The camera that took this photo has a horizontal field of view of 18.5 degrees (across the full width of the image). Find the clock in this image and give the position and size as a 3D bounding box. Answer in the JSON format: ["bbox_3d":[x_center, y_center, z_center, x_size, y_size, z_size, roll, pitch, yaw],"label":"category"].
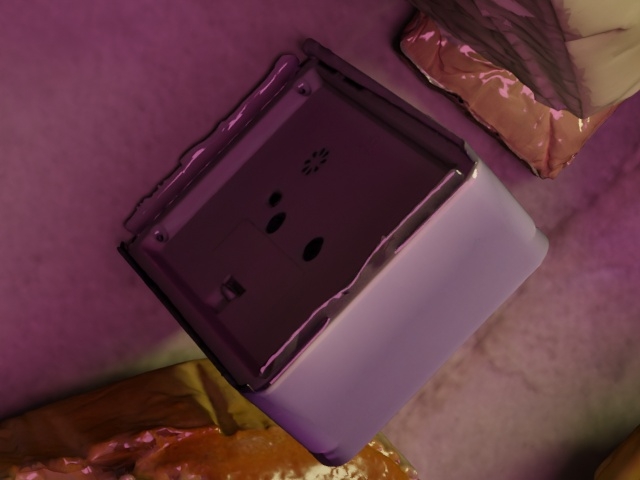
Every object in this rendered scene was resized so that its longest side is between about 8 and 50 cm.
[{"bbox_3d":[0.000,-0.001,0.899,0.144,0.193,0.073,-45,119,-1],"label":"clock"}]

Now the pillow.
[{"bbox_3d":[0.152,-0.145,0.998,0.232,0.043,0.126,-46,113,1],"label":"pillow"}]

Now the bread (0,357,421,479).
[{"bbox_3d":[-0.072,0.156,0.959,0.250,0.133,0.179,-5,113,-19],"label":"bread"}]

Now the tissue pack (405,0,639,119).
[{"bbox_3d":[0.152,-0.264,0.812,0.380,0.207,0.297,-48,163,1],"label":"tissue pack"}]

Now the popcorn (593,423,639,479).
[{"bbox_3d":[0.274,0.187,1.070,0.265,0.225,0.332,-47,140,11],"label":"popcorn"}]
